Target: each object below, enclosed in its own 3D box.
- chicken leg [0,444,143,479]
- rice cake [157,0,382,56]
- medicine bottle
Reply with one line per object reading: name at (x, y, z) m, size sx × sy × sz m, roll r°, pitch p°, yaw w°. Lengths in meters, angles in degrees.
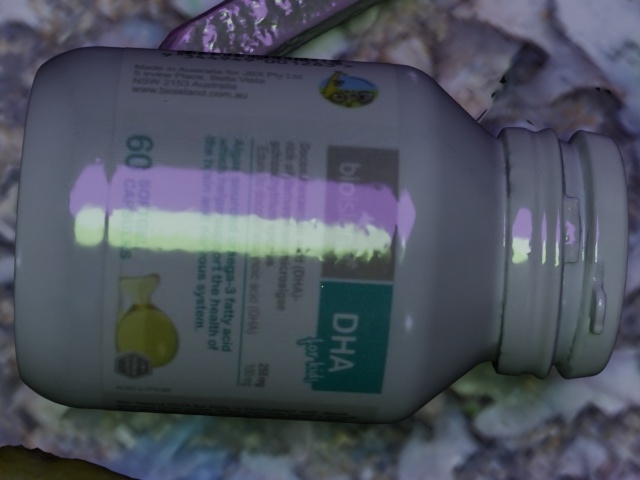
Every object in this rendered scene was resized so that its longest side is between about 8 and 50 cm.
chicken leg at (0.034, 0.160, 0.689) m, size 0.429 × 0.153 × 0.201 m, roll 14°, pitch 78°, yaw 9°
rice cake at (0.020, -0.116, 0.829) m, size 0.206 × 0.047 × 0.036 m, roll -31°, pitch 82°, yaw -13°
medicine bottle at (0.000, 0.000, 0.740) m, size 0.215 × 0.135 × 0.135 m, roll 3°, pitch 71°, yaw -3°
